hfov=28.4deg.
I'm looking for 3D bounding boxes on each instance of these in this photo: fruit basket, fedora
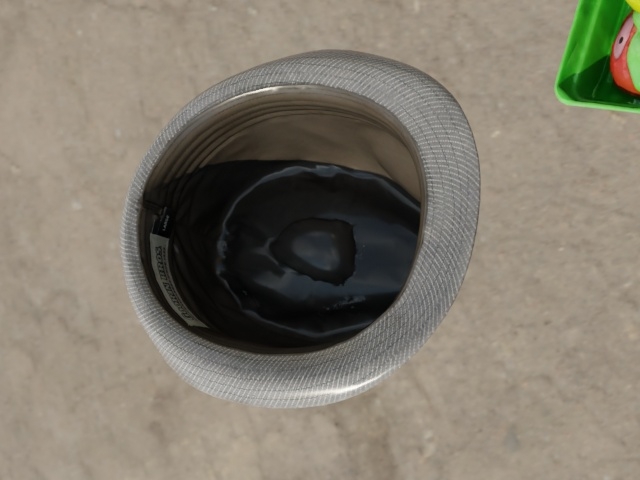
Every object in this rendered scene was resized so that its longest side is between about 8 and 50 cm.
[{"bbox_3d":[0.445,-0.339,1.604,0.283,0.392,0.391,15,111,43],"label":"fruit basket"},{"bbox_3d":[0.000,0.000,0.868,0.276,0.124,0.243,-2,74,27],"label":"fedora"}]
